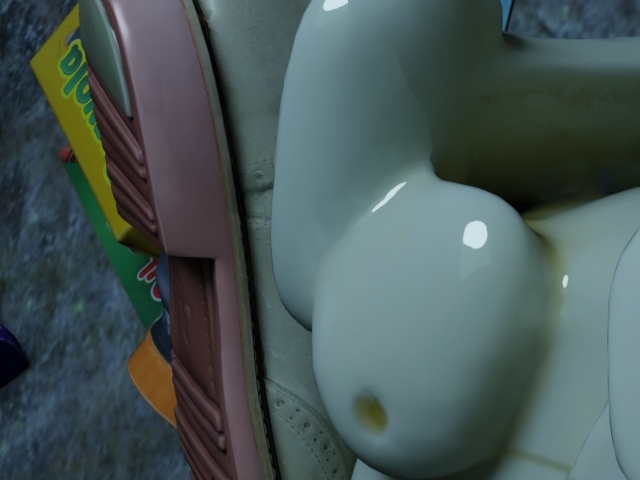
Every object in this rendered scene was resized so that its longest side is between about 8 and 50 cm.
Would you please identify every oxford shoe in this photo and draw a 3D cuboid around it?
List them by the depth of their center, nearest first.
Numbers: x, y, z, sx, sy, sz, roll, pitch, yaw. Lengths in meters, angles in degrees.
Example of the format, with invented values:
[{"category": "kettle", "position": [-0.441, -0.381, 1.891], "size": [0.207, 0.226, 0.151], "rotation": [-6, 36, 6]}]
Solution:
[{"category": "oxford shoe", "position": [0.005, 0.051, 0.728], "size": [0.146, 0.397, 0.140], "rotation": [-17, 24, -15]}]

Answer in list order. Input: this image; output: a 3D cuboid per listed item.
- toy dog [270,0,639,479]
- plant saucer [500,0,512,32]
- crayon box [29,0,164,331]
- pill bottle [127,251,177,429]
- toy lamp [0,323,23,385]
[{"category": "toy dog", "position": [0.175, 0.107, 0.533], "size": [0.408, 0.284, 0.395], "rotation": [37, 112, 46]}, {"category": "plant saucer", "position": [0.099, -0.215, 0.906], "size": [0.018, 0.067, 0.192], "rotation": [-3, 68, 50]}, {"category": "crayon box", "position": [-0.067, -0.122, 1.006], "size": [0.318, 0.081, 0.202], "rotation": [-48, 46, 15]}, {"category": "pill bottle", "position": [0.000, 0.000, 0.848], "size": [0.245, 0.130, 0.130], "rotation": [-52, 44, 11]}, {"category": "toy lamp", "position": [-0.267, -0.020, 1.148], "size": [0.080, 0.080, 0.274], "rotation": [-36, 52, 25]}]
